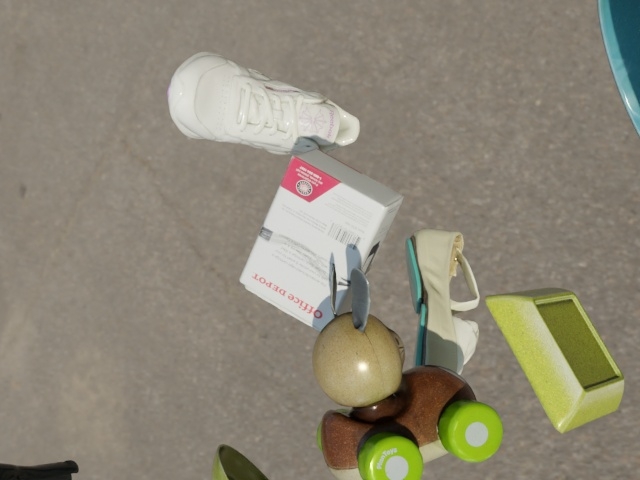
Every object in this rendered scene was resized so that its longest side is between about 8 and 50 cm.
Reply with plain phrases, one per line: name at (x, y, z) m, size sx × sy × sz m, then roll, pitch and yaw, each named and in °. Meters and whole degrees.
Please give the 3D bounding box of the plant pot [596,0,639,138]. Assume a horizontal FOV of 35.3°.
plant pot at (0.410, -0.171, 0.833) m, size 0.255 × 0.271 × 0.271 m, roll -23°, pitch 55°, yaw 0°

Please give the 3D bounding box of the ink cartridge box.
ink cartridge box at (0.000, 0.000, 1.017) m, size 0.109 × 0.063 × 0.150 m, roll 30°, pitch 112°, yaw 13°

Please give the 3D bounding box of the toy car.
toy car at (0.053, 0.109, 0.896) m, size 0.155 × 0.149 × 0.188 m, roll 178°, pitch 73°, yaw -73°

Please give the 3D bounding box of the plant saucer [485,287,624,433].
plant saucer at (0.310, 0.136, 1.274) m, size 0.045 × 0.188 × 0.188 m, roll -39°, pitch 69°, yaw 32°

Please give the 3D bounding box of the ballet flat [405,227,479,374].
ballet flat at (0.138, 0.082, 1.116) m, size 0.086 × 0.086 × 0.248 m, roll -36°, pitch 36°, yaw 35°

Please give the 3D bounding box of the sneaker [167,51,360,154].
sneaker at (-0.066, -0.175, 1.306) m, size 0.152 × 0.305 × 0.114 m, roll 8°, pitch 92°, yaw 36°

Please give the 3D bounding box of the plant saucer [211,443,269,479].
plant saucer at (-0.070, 0.373, 1.321) m, size 0.037 × 0.241 × 0.241 m, roll -40°, pitch 48°, yaw 1°

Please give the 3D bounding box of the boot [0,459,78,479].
boot at (-0.369, 0.342, 1.172) m, size 0.077 × 0.137 × 0.197 m, roll 47°, pitch 118°, yaw 39°
